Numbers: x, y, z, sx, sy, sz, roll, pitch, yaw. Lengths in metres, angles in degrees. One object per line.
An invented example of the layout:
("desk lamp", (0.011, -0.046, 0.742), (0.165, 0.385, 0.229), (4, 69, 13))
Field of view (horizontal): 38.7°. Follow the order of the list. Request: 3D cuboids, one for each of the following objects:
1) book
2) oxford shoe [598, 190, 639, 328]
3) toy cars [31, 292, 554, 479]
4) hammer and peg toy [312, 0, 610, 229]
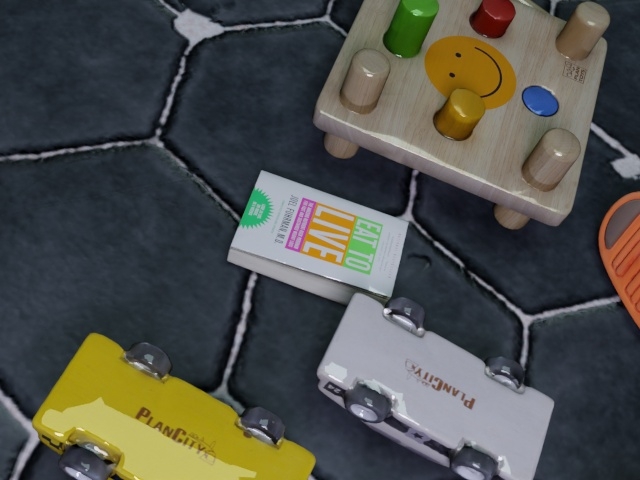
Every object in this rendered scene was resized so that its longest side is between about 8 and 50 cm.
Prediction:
("book", (0.000, 0.000, 0.815), (0.144, 0.035, 0.096), (19, 52, -1))
("oxford shoe", (0.412, 0.090, 0.835), (0.363, 0.130, 0.133), (47, 26, 23))
("toy cars", (-0.012, 0.141, 0.694), (0.394, 0.087, 0.176), (-7, 66, -22))
("hammer and peg toy", (0.169, -0.198, 0.921), (0.266, 0.127, 0.361), (23, 56, 0))
